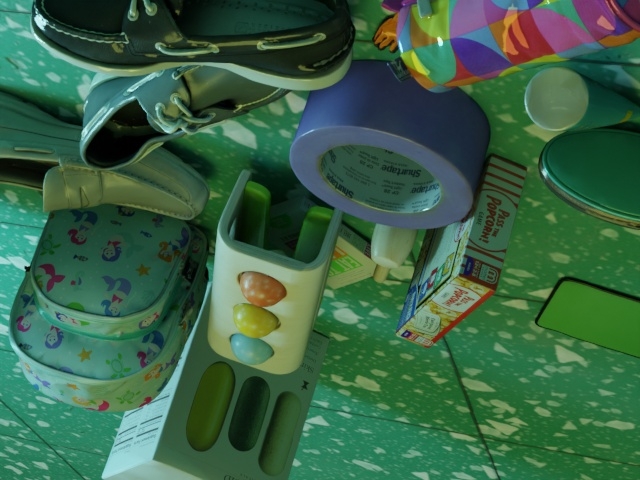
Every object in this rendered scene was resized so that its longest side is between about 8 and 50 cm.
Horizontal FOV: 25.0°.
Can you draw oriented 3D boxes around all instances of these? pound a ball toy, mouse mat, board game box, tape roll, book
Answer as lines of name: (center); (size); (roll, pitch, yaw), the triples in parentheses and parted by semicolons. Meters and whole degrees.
pound a ball toy: (-0.021, 0.054, 1.663); (0.208, 0.136, 0.319); (19, 151, 3)
mouse mat: (0.359, 0.100, 1.722); (0.189, 0.007, 0.153); (18, 155, 2)
board game box: (0.146, 0.015, 1.526); (0.045, 0.147, 0.193); (22, 155, -8)
tape roll: (0.069, -0.092, 1.438); (0.189, 0.080, 0.189); (14, 155, 7)
book: (0.000, 0.000, 1.730); (0.144, 0.035, 0.096); (36, 148, -28)

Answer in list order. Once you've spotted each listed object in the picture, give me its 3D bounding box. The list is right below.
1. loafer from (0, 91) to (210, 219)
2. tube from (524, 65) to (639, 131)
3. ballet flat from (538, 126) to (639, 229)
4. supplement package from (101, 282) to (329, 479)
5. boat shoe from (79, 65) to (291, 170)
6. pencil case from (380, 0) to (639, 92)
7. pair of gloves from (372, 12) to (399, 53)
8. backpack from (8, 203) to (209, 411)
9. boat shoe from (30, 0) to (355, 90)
loafer: (-0.287, -0.077, 1.660); (0.319, 0.112, 0.112); (17, 155, 2)
tube: (0.226, -0.117, 1.251); (0.080, 0.052, 0.207); (12, -173, 22)
ballet flat: (0.345, -0.043, 1.351); (0.280, 0.095, 0.096); (9, 165, 18)
supplement package: (-0.145, 0.235, 2.021); (0.199, 0.263, 0.198); (27, 154, -19)
boat shoe: (-0.134, -0.136, 1.457); (0.319, 0.099, 0.116); (-10, 143, 45)
pencil case: (0.163, -0.186, 1.169); (0.236, 0.104, 0.104); (-11, 143, 44)
pair of gloves: (0.091, -0.179, 1.328); (0.083, 0.010, 0.074); (23, 154, -14)
backpack: (-0.265, 0.076, 1.790); (0.225, 0.254, 0.191); (16, 155, 6)
boat shoe: (-0.118, -0.209, 1.302); (0.302, 0.114, 0.091); (3, 154, 3)
